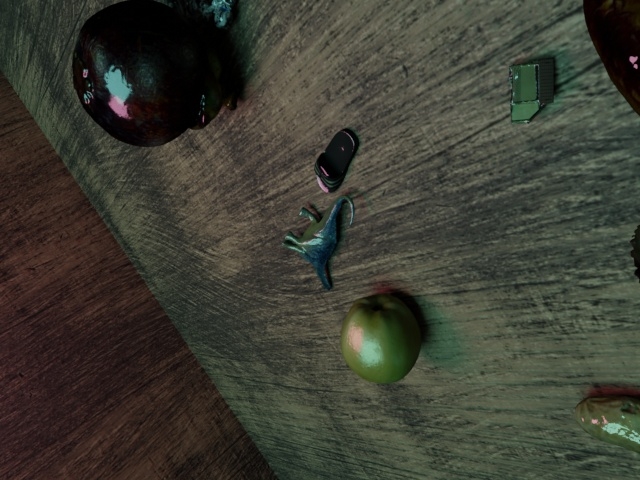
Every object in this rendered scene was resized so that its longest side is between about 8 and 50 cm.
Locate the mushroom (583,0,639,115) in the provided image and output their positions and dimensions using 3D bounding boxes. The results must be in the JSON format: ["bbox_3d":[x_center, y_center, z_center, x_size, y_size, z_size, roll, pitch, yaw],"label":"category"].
[{"bbox_3d":[0.381,-0.228,0.480,0.297,0.163,0.278,65,151,18],"label":"mushroom"}]

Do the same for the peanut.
[{"bbox_3d":[0.540,0.320,0.859,0.214,0.099,0.099,22,135,39],"label":"peanut"}]

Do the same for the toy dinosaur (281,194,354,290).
[{"bbox_3d":[-0.011,-0.002,1.230,0.147,0.076,0.363,24,141,6],"label":"toy dinosaur"}]

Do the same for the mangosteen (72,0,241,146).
[{"bbox_3d":[-0.367,-0.357,1.107,0.330,0.330,0.330,30,139,30],"label":"mangosteen"}]

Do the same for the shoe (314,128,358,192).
[{"bbox_3d":[0.020,-0.159,1.074,0.071,0.049,0.179,47,145,10],"label":"shoe"}]

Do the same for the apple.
[{"bbox_3d":[0.134,0.222,1.160,0.200,0.200,0.200,30,139,30],"label":"apple"}]

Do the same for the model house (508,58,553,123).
[{"bbox_3d":[0.297,-0.208,0.721,0.058,0.057,0.083,-2,100,21],"label":"model house"}]

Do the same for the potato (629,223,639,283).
[{"bbox_3d":[0.527,0.083,0.598,0.266,0.229,0.229,47,148,-19],"label":"potato"}]

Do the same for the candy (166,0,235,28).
[{"bbox_3d":[-0.258,-0.499,1.103,0.226,0.051,0.094,13,119,40],"label":"candy"}]
